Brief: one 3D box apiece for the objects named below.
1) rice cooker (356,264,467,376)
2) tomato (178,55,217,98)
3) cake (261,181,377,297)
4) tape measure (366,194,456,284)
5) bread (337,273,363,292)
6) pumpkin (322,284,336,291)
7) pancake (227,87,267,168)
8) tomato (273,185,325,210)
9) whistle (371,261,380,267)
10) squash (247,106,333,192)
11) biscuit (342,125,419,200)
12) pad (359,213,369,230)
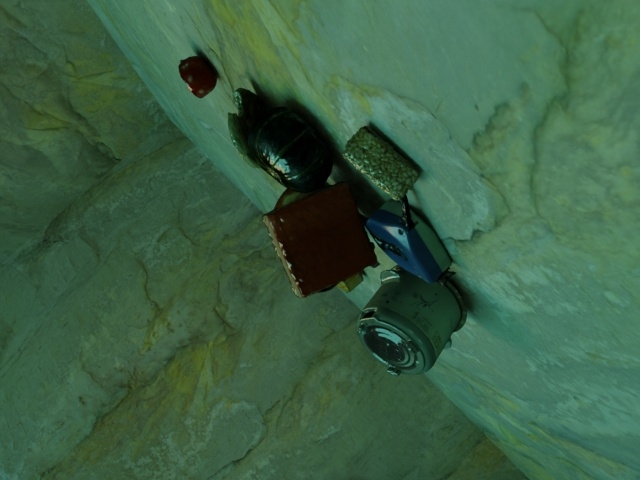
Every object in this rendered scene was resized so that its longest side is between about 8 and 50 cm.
[{"bbox_3d":[0.262,0.216,1.387,0.317,0.317,0.264,47,146,-10],"label":"rice cooker"},{"bbox_3d":[-0.408,-0.569,1.642,0.139,0.091,0.159,60,-167,-25],"label":"tomato"},{"bbox_3d":[0.000,0.000,1.388,0.319,0.270,0.270,-159,46,-85],"label":"cake"},{"bbox_3d":[0.184,-0.046,1.190,0.351,0.098,0.215,54,168,-32],"label":"tape measure"},{"bbox_3d":[0.094,0.133,2.328,0.250,0.133,0.179,45,171,-2],"label":"bread"},{"bbox_3d":[-0.021,0.082,2.091,0.315,0.238,0.315,18,123,30],"label":"pumpkin"},{"bbox_3d":[-0.194,-0.328,1.427,0.253,0.037,0.254,40,-136,-54],"label":"pancake"},{"bbox_3d":[-0.033,-0.055,1.694,0.303,0.239,0.303,42,168,11],"label":"tomato"},{"bbox_3d":[0.179,0.071,1.963,0.033,0.033,0.176,52,170,-36],"label":"whistle"},{"bbox_3d":[-0.080,-0.242,1.307,0.252,0.165,0.252,40,172,7],"label":"squash"},{"bbox_3d":[0.125,-0.159,0.991,0.168,0.082,0.070,41,-178,6],"label":"biscuit"},{"bbox_3d":[0.192,-0.015,1.594,0.190,0.004,0.127,52,170,-36],"label":"pad"}]
